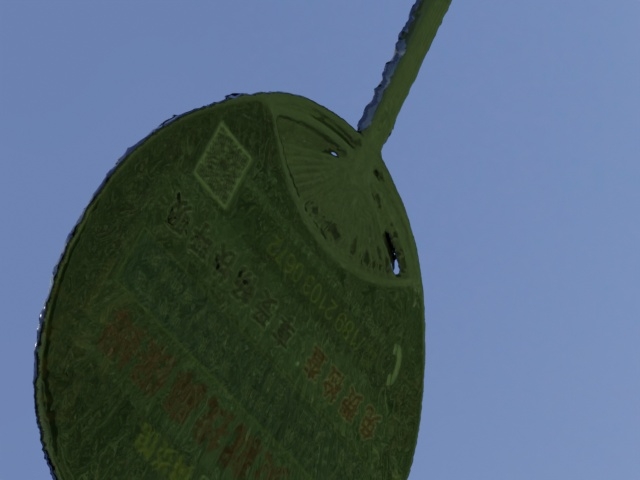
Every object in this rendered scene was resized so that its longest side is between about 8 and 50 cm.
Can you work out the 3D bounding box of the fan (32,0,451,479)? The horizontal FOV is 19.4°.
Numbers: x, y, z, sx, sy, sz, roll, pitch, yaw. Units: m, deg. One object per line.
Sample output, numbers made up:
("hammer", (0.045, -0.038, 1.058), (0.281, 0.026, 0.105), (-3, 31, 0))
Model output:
("fan", (-0.021, 0.007, 0.697), (0.223, 0.012, 0.294), (9, -93, -52))
